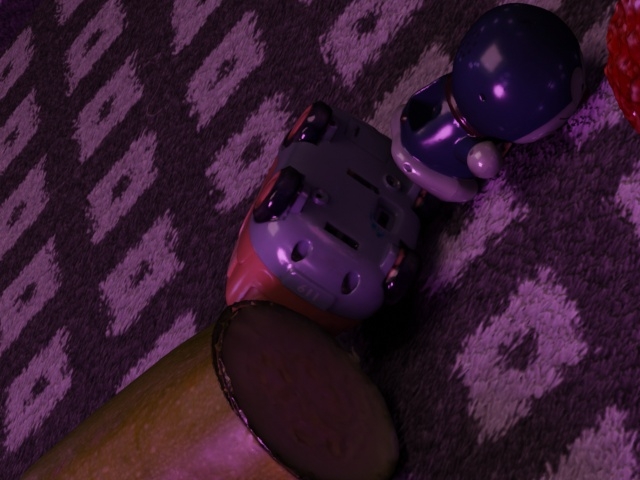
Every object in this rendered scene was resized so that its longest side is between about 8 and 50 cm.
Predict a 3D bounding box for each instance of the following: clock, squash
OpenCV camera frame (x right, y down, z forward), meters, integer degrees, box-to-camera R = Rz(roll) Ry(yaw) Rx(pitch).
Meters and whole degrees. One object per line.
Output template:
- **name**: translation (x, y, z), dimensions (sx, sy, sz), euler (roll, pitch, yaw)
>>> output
- **clock**: translation (0.190, -0.154, 2.103), dimensions (0.243, 0.146, 0.200), euler (-43, 26, 38)
- **squash**: translation (-0.130, 0.257, 2.059), dimensions (0.384, 0.263, 0.263), euler (-39, 33, 31)

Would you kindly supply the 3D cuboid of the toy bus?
- **toy bus**: translation (0.000, 0.000, 2.175), dimensions (0.232, 0.194, 0.288), euler (-52, 11, 38)

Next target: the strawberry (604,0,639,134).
- **strawberry**: translation (0.395, -0.162, 1.669), dimensions (0.292, 0.291, 0.310), euler (-93, 18, -47)
